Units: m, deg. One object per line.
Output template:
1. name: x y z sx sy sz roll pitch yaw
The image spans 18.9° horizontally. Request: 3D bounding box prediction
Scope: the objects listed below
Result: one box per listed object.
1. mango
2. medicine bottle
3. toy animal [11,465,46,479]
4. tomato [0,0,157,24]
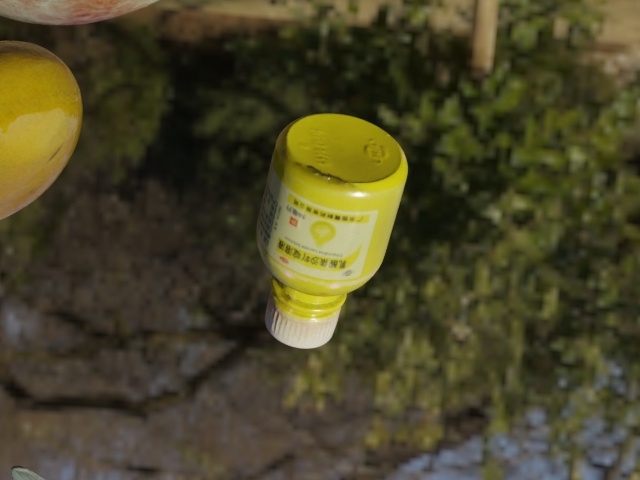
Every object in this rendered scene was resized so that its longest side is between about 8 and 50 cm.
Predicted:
1. mango: -0.350 -0.117 2.008 0.211 0.173 0.317 -31 -179 -16
2. medicine bottle: 0.000 0.000 1.763 0.121 0.212 0.122 9 -143 -7
3. toy animal: -0.319 0.322 1.799 0.255 0.239 0.176 47 180 -15
4. tomato: -0.195 -0.320 1.469 0.282 0.317 0.316 8 -176 -39
